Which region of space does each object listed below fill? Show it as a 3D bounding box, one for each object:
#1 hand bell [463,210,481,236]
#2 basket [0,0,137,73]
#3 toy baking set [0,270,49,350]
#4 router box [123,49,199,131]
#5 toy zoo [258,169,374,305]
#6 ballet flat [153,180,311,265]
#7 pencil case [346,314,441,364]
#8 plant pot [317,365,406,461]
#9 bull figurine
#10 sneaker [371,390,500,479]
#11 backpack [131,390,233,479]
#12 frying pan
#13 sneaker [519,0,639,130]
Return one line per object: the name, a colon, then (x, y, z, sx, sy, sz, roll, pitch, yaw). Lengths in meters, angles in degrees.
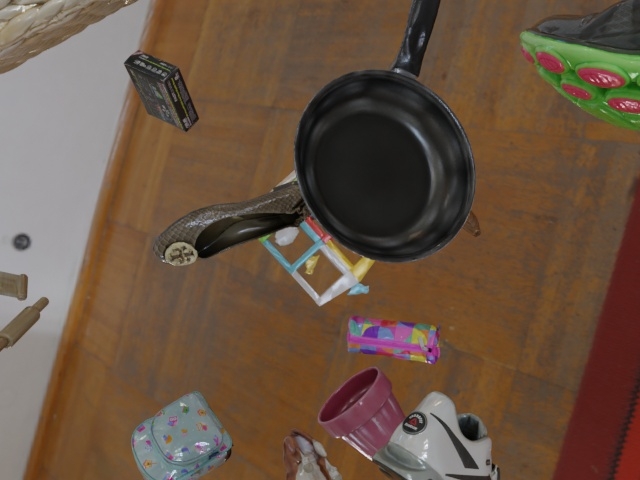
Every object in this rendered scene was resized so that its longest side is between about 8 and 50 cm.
hand bell: (0.297, -0.095, 1.564, 0.126, 0.126, 0.242, -48, 44, 24)
basket: (-0.390, -0.316, 0.739, 0.331, 0.266, 0.328, -29, 20, 0)
toy baking set: (-0.556, 0.115, 1.090, 0.256, 0.197, 0.030, -77, 8, -61)
router box: (-0.260, -0.246, 1.151, 0.092, 0.122, 0.038, 28, 65, 24)
toy zoo: (0.000, 0.000, 1.464, 0.192, 0.030, 0.293, -43, 91, -7)
ballet flat: (-0.116, -0.018, 1.005, 0.084, 0.250, 0.058, 89, 157, -54)
pencil case: (0.180, 0.241, 1.701, 0.236, 0.104, 0.104, 4, 81, 17)
plant pot: (0.124, 0.445, 1.726, 0.201, 0.201, 0.180, -36, 97, 32)
bull figurine: (-0.013, 0.573, 1.540, 0.188, 0.101, 0.310, -4, 102, 66)
sneaker: (0.200, 0.326, 0.970, 0.122, 0.330, 0.146, 19, 63, 41)
backpack: (-0.295, 0.423, 1.452, 0.166, 0.188, 0.144, 51, 159, 22)
frying pan: (0.054, -0.136, 0.704, 0.053, 0.197, 0.326, 151, 113, -67)
sneaker: (0.461, -0.260, 0.861, 0.483, 0.185, 0.202, 14, 71, 56)
